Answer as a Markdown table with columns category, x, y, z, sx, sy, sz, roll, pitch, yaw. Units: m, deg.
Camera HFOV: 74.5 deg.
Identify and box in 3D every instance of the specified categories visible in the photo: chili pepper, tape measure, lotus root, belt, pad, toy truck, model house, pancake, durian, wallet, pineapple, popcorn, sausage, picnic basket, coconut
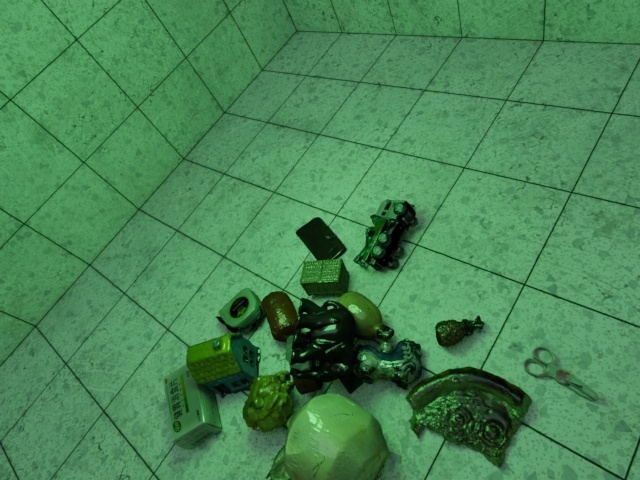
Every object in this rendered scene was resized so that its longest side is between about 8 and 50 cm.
| category | x | y | z | sx | sy | sz | roll | pitch | yaw |
| --- | --- | --- | --- | --- | --- | --- | --- | --- | --- |
| chili pepper | 0.367 | -0.135 | 2.125 | 0.226 | 0.059 | 0.088 | -23 | 57 | 8 |
| tape measure | -0.393 | 0.377 | 2.102 | 0.235 | 0.115 | 0.207 | -43 | 45 | -2 |
| lotus root | 0.184 | 0.338 | 1.801 | 0.309 | 0.183 | 0.183 | 31 | 75 | 37 |
| belt | -0.066 | 0.516 | 1.794 | 0.105 | 0.184 | 0.262 | -19 | 52 | 14 |
| pad | 0.121 | 0.533 | 1.810 | 0.143 | 0.003 | 0.211 | -40 | 50 | -4 |
| toy truck | 0.304 | -0.022 | 1.983 | 0.178 | 0.176 | 0.364 | 23 | 80 | 45 |
| model house | -0.437 | 0.534 | 1.898 | 0.237 | 0.303 | 0.216 | -20 | 45 | 13 |
| pancake | 0.518 | 0.606 | 1.527 | 0.426 | 0.067 | 0.305 | 9 | 64 | 28 |
| durian | -0.128 | 0.883 | 1.630 | 0.188 | 0.091 | 0.148 | -31 | 37 | 7 |
| wallet | 0.000 | 0.000 | 2.218 | 0.165 | 0.042 | 0.309 | -38 | 50 | -1 |
| pineapple | 0.555 | 0.355 | 1.672 | 0.197 | 0.108 | 0.108 | -15 | 51 | -1 |
| popcorn | -0.204 | 0.672 | 1.760 | 0.266 | 0.192 | 0.233 | -48 | 21 | -7 |
| sausage | -0.185 | 0.353 | 1.986 | 0.140 | 0.153 | 0.268 | -17 | 48 | -14 |
| picnic basket | 0.025 | 0.185 | 2.003 | 0.196 | 0.154 | 0.134 | -5 | 50 | 18 |
| coconut | 0.038 | 0.726 | 1.500 | 0.360 | 0.346 | 0.346 | 25 | 71 | 35 |

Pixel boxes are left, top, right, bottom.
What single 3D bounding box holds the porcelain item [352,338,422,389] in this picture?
| category | x | y | z | sx | sy | sz | roll | pitch | yaw |
| --- | --- | --- | --- | --- | --- | --- | --- | --- | --- |
| porcelain item | 0.263 | 0.479 | 1.694 | 0.287 | 0.138 | 0.186 | 0 | 51 | 23 |

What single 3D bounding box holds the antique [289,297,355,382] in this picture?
| category | x | y | z | sx | sy | sz | roll | pitch | yaw |
| --- | --- | --- | --- | --- | --- | --- | --- | --- | --- |
| antique | 0.018 | 0.395 | 1.668 | 0.254 | 0.185 | 0.323 | 13 | 73 | -5 |

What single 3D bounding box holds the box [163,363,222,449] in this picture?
| category | x | y | z | sx | sy | sz | roll | pitch | yaw |
| --- | --- | --- | --- | --- | --- | --- | --- | --- | --- |
| box | -0.583 | 0.742 | 1.914 | 0.173 | 0.145 | 0.333 | -32 | 50 | 5 |

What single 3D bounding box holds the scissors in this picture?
| category | x | y | z | sx | sy | sz | roll | pitch | yaw |
| --- | --- | --- | --- | --- | --- | --- | --- | --- | --- |
| scissors | 0.848 | 0.476 | 1.480 | 0.118 | 0.030 | 0.242 | -47 | 47 | -10 |
